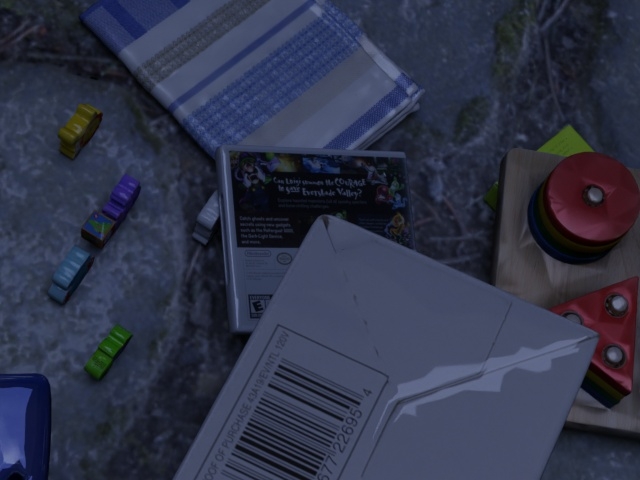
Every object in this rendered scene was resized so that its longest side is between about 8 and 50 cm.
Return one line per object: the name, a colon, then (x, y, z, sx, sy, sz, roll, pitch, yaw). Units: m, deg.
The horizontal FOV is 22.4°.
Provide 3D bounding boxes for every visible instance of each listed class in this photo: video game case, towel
video game case: (0.000, 0.000, 1.473, 0.190, 0.022, 0.173, 1, 76, -25)
towel: (-0.065, -0.174, 1.561, 0.209, 0.034, 0.285, -41, 79, -22)

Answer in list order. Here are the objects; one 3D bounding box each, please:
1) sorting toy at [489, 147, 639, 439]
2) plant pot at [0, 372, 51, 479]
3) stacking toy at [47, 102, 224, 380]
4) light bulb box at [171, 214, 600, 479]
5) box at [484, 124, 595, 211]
sorting toy: (0.288, 0.044, 1.468, 0.255, 0.089, 0.257, 10, 69, -6)
plant pot: (-0.324, 0.230, 1.223, 0.236, 0.236, 0.212, -1, 73, -14)
stacking toy: (-0.204, 0.000, 1.448, 0.167, 0.052, 0.221, 33, 66, 4)
light bulb box: (0.012, 0.238, 1.208, 0.225, 0.361, 0.358, 25, 63, 8)
box: (0.258, -0.013, 1.556, 0.109, 0.042, 0.178, -38, 80, -23)
